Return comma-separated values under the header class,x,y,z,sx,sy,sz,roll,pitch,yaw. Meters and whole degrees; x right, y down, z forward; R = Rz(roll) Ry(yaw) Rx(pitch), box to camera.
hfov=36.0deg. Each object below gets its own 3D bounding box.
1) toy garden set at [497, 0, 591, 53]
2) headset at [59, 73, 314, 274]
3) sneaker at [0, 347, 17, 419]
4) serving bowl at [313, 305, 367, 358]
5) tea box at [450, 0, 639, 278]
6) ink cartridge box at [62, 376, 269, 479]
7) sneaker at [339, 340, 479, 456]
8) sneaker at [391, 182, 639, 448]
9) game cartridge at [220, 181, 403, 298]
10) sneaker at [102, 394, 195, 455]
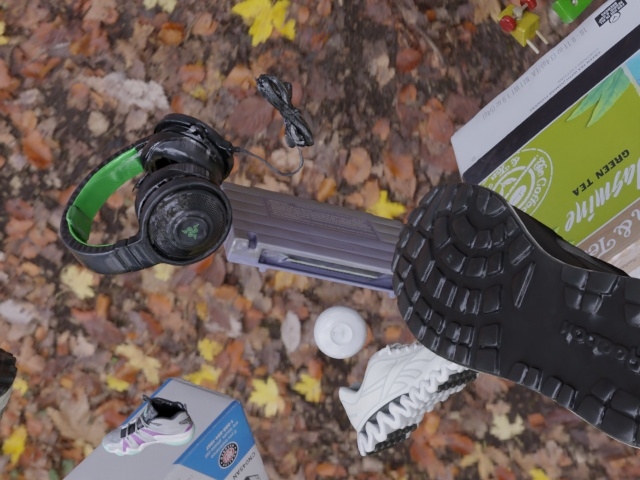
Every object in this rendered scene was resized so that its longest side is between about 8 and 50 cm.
class,x,y,z,sx,sy,sz,roll,pitch,yaw
toy garden set,0.422,-0.355,1.661,0.244,0.049,0.204,47,71,-10
headset,-0.200,-0.099,1.380,0.394,0.243,0.185,-18,131,14
sneaker,-0.267,0.150,0.626,0.100,0.271,0.108,14,117,-8
serving bowl,0.031,0.142,1.511,0.083,0.027,0.083,0,93,0
tea box,0.338,-0.061,0.949,0.220,0.323,0.329,34,118,-28
ink cartridge box,-0.215,0.468,1.578,0.166,0.285,0.395,11,131,36
sneaker,0.130,0.183,1.376,0.292,0.110,0.118,-46,63,30
sneaker,0.157,0.055,0.610,0.124,0.283,0.107,22,99,-37
game cartridge,0.000,0.000,1.688,0.355,0.230,0.068,12,111,-18
sneaker,-0.184,0.186,1.027,0.098,0.038,0.069,-12,132,-6
